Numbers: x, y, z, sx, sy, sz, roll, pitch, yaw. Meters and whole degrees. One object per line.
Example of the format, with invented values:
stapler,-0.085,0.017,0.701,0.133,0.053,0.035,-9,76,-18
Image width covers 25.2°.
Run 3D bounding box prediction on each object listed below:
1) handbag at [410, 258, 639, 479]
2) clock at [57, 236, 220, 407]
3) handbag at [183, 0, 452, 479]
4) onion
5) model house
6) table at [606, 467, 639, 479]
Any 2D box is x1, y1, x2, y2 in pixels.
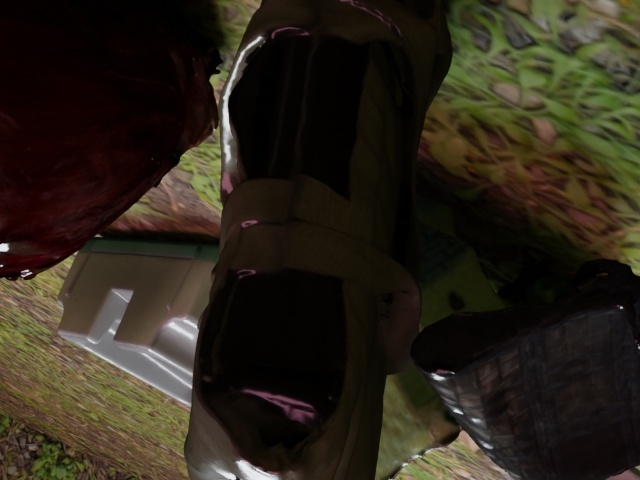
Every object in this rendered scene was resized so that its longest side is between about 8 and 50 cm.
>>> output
handbag,0.175,0.039,0.662,0.270,0.089,0.175,-17,158,0
clock,-0.107,0.100,1.362,0.231,0.116,0.262,40,160,-31
handbag,0.000,0.001,0.659,0.109,0.316,0.253,9,152,2
onion,-0.209,-0.103,0.832,0.281,0.281,0.221,24,118,16
model house,0.048,0.041,0.944,0.189,0.195,0.214,52,147,6
table,0.265,0.248,1.138,0.198,0.166,0.166,22,161,6
